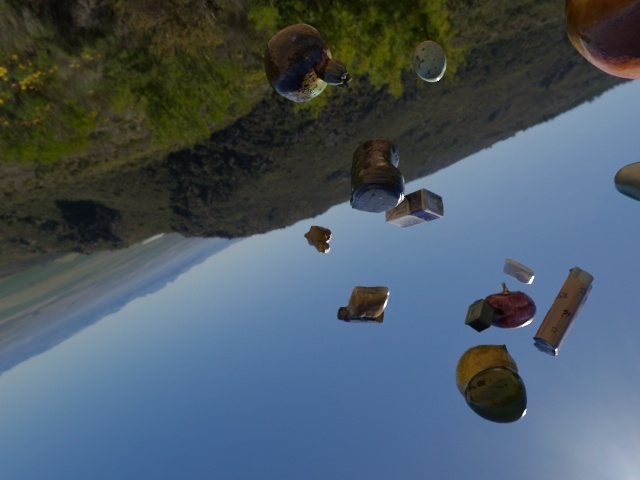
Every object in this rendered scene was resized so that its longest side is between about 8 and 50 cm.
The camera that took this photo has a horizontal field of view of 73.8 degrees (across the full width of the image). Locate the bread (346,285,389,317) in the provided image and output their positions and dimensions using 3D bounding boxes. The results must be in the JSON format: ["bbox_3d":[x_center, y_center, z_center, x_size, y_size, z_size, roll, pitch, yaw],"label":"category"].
[{"bbox_3d":[0.152,0.197,1.358,0.125,0.082,0.106,2,145,-12],"label":"bread"}]

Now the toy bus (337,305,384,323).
[{"bbox_3d":[0.139,0.260,1.485,0.172,0.072,0.057,-10,-119,47],"label":"toy bus"}]

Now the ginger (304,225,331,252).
[{"bbox_3d":[0.007,-0.004,1.589,0.096,0.067,0.165,-25,-144,-13],"label":"ginger"}]

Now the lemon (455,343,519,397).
[{"bbox_3d":[0.634,0.524,1.637,0.253,0.228,0.228,-44,-168,-29],"label":"lemon"}]

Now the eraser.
[{"bbox_3d":[0.852,0.252,1.495,0.087,0.171,0.290,27,-104,36],"label":"eraser"}]

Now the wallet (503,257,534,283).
[{"bbox_3d":[0.817,0.131,1.764,0.031,0.124,0.183,-56,154,-4],"label":"wallet"}]

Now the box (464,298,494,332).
[{"bbox_3d":[0.631,0.299,1.685,0.084,0.069,0.122,-49,-177,47],"label":"box"}]

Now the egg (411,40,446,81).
[{"bbox_3d":[0.285,-0.465,1.111,0.085,0.110,0.085,-23,165,-6],"label":"egg"}]

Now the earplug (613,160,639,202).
[{"bbox_3d":[0.982,-0.155,1.150,0.185,0.184,0.324,-32,-148,-31],"label":"earplug"}]

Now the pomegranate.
[{"bbox_3d":[-0.042,-0.654,1.607,0.341,0.284,0.285,23,-145,26],"label":"pomegranate"}]

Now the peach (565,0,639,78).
[{"bbox_3d":[0.540,-0.374,0.672,0.281,0.281,0.237,173,-64,-75],"label":"peach"}]

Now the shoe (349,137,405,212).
[{"bbox_3d":[0.193,-0.232,1.445,0.172,0.236,0.384,8,176,0],"label":"shoe"}]

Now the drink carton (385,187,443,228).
[{"bbox_3d":[0.407,-0.134,1.871,0.134,0.101,0.222,14,157,-39],"label":"drink carton"}]

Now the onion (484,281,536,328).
[{"bbox_3d":[0.787,0.296,1.810,0.201,0.200,0.207,-30,-145,-19],"label":"onion"}]

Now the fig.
[{"bbox_3d":[0.572,0.507,1.405,0.191,0.180,0.181,-1,179,-13],"label":"fig"}]
